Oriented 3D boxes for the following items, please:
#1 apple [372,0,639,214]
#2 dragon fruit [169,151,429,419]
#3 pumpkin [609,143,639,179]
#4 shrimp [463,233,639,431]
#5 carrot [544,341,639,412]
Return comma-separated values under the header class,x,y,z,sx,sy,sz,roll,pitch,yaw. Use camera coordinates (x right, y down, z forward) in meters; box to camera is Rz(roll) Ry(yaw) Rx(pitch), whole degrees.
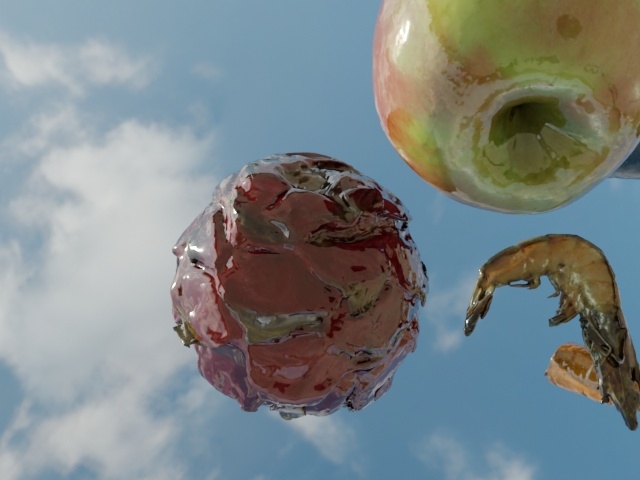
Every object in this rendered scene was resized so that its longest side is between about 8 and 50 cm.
class,x,y,z,sx,sy,sz,roll,pitch,yaw
apple,0.206,-0.203,0.948,0.319,0.319,0.277,19,-141,-19
dragon fruit,-0.025,0.051,1.033,0.329,0.329,0.329,15,-125,-22
pumpkin,0.506,-0.305,1.343,0.344,0.455,0.454,57,-142,-38
shrimp,0.209,0.088,0.790,0.148,0.035,0.195,-10,-113,-1
carrot,0.410,0.196,1.182,0.072,0.205,0.072,-10,-73,-36
